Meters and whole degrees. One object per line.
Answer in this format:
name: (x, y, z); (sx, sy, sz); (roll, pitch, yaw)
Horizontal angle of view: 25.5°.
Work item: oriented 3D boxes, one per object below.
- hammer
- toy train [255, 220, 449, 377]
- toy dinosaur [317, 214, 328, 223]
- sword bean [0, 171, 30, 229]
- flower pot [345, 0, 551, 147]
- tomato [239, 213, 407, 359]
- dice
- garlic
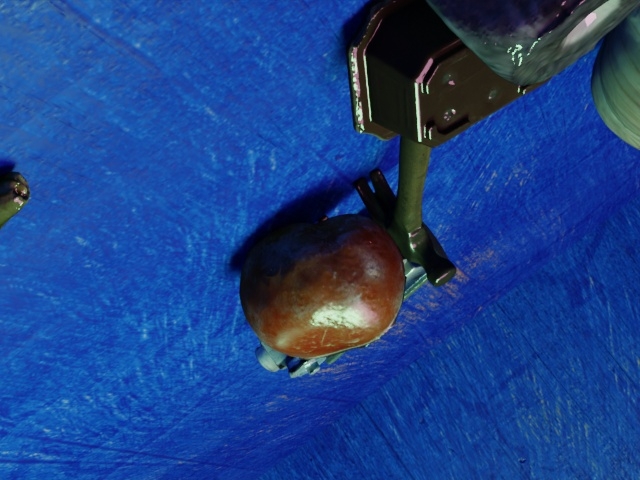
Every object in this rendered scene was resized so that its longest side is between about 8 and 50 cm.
hammer: (0.116, -0.103, 1.663); (0.044, 0.168, 0.440); (-35, 158, -18)
toy train: (0.038, 0.082, 2.058); (0.299, 0.131, 0.202); (-42, 166, 26)
toy dinosaur: (0.004, -0.001, 1.916); (0.041, 0.026, 0.113); (-21, 152, -24)
sword bean: (-0.335, 0.031, 1.232); (0.269, 0.038, 0.043); (-43, -171, 26)
flower pot: (0.151, -0.188, 1.419); (0.251, 0.084, 0.179); (-30, 140, -20)
tomato: (-0.015, 0.048, 1.787); (0.214, 0.181, 0.155); (-27, 148, 25)
dice: (0.181, -0.252, 1.216); (0.181, 0.183, 0.182); (-42, 165, 16)
garlic: (0.507, -0.233, 1.873); (0.317, 0.259, 0.317); (-38, 168, -10)
